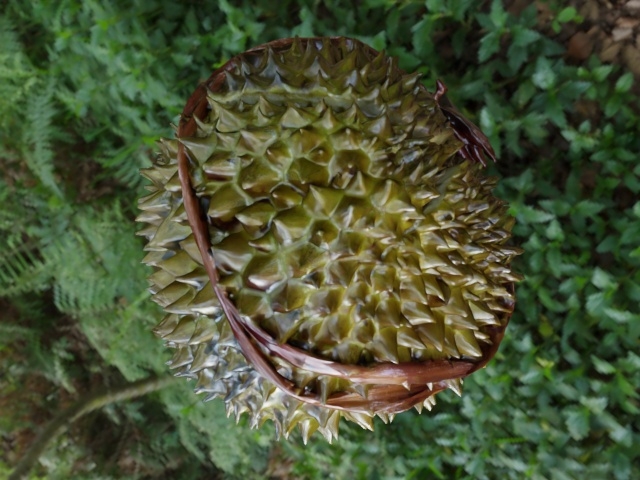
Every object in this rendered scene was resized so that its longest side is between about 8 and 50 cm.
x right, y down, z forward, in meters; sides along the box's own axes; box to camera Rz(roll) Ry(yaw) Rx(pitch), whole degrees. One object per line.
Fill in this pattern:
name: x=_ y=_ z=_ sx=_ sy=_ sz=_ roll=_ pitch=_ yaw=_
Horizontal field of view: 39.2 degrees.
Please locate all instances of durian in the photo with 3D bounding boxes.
durian: x=-0.002 y=-0.005 z=0.760 sx=0.347 sy=0.347 sz=0.384 roll=47 pitch=170 yaw=8
